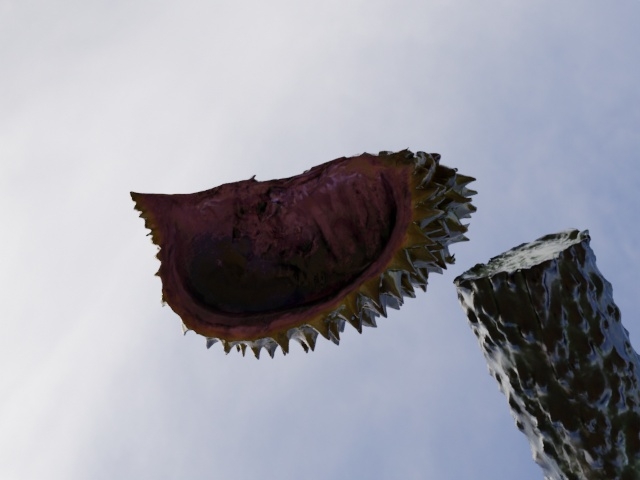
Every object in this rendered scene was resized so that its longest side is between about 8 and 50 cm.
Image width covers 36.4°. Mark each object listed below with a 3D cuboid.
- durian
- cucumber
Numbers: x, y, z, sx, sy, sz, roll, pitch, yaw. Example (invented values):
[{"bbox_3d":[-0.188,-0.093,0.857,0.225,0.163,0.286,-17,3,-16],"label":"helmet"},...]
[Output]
[{"bbox_3d":[0.006,0.014,0.802,0.260,0.186,0.154,-12,-97,37],"label":"durian"},{"bbox_3d":[0.197,0.167,0.617,0.096,0.360,0.096,-24,-174,3],"label":"cucumber"}]
